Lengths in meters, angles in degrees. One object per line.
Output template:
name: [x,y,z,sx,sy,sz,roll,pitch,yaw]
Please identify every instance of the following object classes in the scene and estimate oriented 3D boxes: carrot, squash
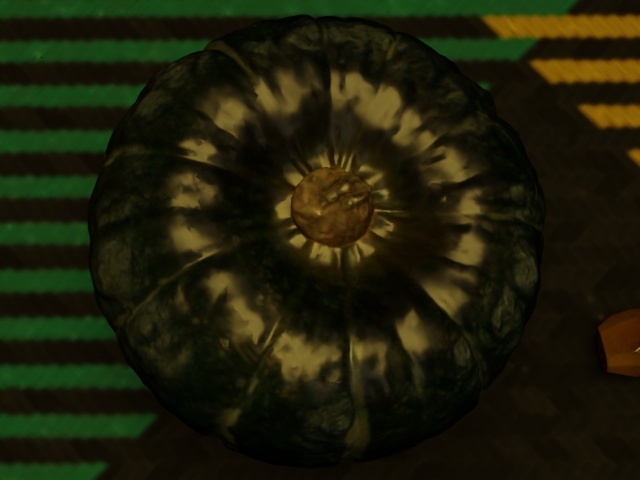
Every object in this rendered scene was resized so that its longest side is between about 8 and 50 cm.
carrot: [0.249,0.050,0.775,0.170,0.042,0.042,-8,79,-3]
squash: [0.000,0.000,0.722,0.252,0.165,0.252,0,79,-2]
